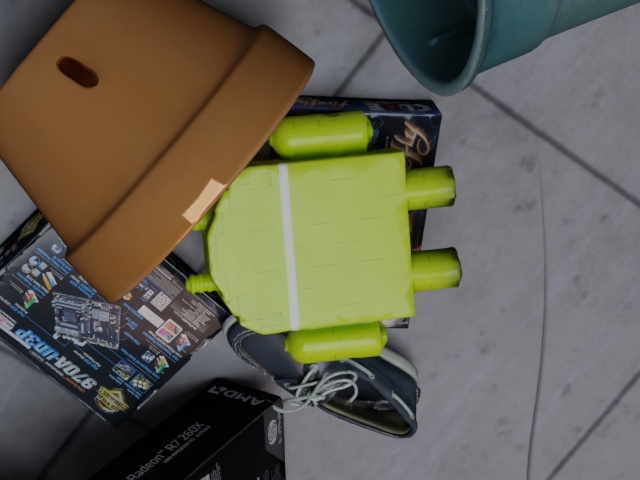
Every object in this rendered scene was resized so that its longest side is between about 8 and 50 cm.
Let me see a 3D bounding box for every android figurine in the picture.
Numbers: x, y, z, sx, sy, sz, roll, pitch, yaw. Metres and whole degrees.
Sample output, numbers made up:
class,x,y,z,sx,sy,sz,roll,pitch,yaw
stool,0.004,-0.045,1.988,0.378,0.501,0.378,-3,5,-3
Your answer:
class,x,y,z,sx,sy,sz,roll,pitch,yaw
android figurine,0.000,0.000,1.793,0.273,0.056,0.248,-8,100,-9

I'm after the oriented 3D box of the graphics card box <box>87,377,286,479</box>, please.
class,x,y,z,sx,sy,sz,roll,pitch,yaw
graphics card box,-0.165,0.323,1.837,0.094,0.371,0.232,13,120,30

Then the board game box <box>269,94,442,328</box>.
class,x,y,z,sx,sy,sz,roll,pitch,yaw
board game box,0.024,-0.026,1.873,0.165,0.042,0.243,1,115,-14

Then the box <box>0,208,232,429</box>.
class,x,y,z,sx,sy,sz,roll,pitch,yaw
box,-0.225,0.064,1.851,0.175,0.051,0.220,-44,117,9

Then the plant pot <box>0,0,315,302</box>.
class,x,y,z,sx,sy,sz,roll,pitch,yaw
plant pot,-0.175,-0.116,1.666,0.203,0.291,0.291,40,101,-10

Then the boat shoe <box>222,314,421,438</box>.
class,x,y,z,sx,sy,sz,roll,pitch,yaw
boat shoe,0.005,0.140,1.897,0.095,0.079,0.254,-32,136,30

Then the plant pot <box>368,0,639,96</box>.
class,x,y,z,sx,sy,sz,roll,pitch,yaw
plant pot,0.220,-0.335,1.632,0.334,0.341,0.341,-17,118,-15
